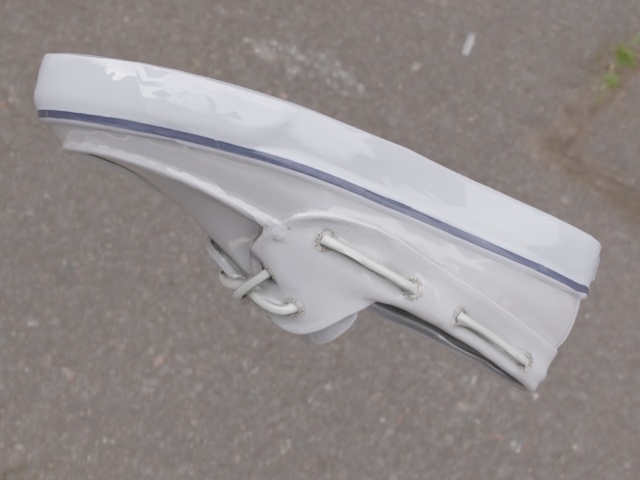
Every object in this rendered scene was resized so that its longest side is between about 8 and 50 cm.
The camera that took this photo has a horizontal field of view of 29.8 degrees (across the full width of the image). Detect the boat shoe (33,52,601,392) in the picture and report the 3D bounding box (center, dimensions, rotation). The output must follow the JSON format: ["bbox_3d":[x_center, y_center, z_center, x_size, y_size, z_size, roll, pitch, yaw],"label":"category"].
[{"bbox_3d":[0.000,0.000,0.512,0.267,0.088,0.096,20,-4,-30],"label":"boat shoe"}]
